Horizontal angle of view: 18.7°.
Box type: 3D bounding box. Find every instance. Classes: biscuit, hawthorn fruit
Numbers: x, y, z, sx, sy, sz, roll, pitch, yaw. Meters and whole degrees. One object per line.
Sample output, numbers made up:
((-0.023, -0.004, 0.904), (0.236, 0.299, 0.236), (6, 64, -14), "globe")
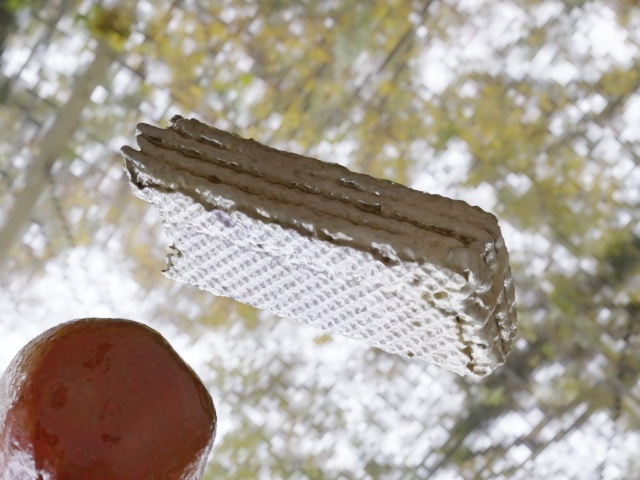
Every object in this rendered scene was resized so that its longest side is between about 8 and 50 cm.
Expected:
((0.000, 0.000, 1.122), (0.239, 0.108, 0.062), (17, -124, 26), "biscuit")
((-0.192, 0.167, 1.546), (0.196, 0.196, 0.225), (39, -145, 2), "hawthorn fruit")
